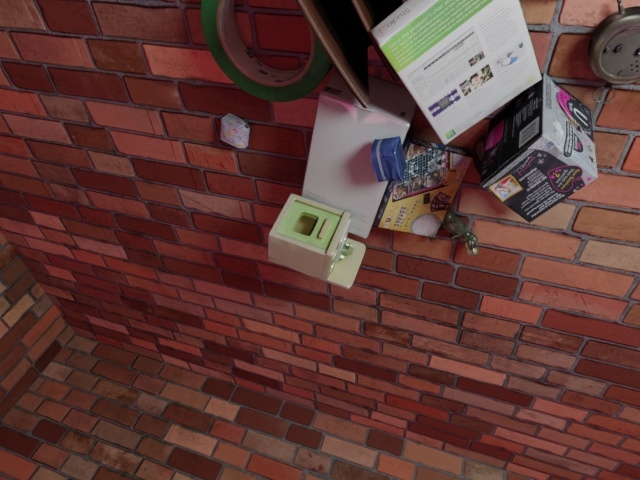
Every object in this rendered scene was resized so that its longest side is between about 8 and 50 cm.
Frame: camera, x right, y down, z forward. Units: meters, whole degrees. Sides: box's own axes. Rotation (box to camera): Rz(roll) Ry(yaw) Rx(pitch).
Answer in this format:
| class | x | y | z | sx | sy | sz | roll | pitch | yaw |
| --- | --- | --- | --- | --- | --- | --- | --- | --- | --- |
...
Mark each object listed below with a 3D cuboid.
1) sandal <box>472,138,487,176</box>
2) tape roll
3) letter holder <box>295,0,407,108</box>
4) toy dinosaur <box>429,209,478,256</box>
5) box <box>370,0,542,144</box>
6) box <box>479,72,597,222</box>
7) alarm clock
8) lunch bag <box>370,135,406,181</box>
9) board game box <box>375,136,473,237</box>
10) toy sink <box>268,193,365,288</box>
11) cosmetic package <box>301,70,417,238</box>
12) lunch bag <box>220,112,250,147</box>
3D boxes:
| class | x | y | z | sx | sy | sz | roll | pitch | yaw |
| --- | --- | --- | --- | --- | --- | --- | --- | --- | --- |
| sandal | 0.450 | -0.160 | 1.109 | 0.219 | 0.060 | 0.090 | 42 | 154 | 1 |
| tape roll | -0.113 | -0.481 | 1.064 | 0.320 | 0.077 | 0.322 | 15 | 137 | 14 |
| letter holder | 0.087 | -0.416 | 0.839 | 0.151 | 0.215 | 0.302 | -11 | 151 | 27 |
| toy dinosaur | 0.327 | -0.053 | 1.292 | 0.268 | 0.064 | 0.118 | 46 | 130 | -15 |
| box | 0.265 | -0.343 | 0.868 | 0.232 | 0.059 | 0.322 | -33 | 144 | 18 |
| box | 0.443 | -0.191 | 0.946 | 0.142 | 0.247 | 0.163 | 33 | 138 | -10 |
| alarm clock | 0.569 | -0.342 | 0.874 | 0.129 | 0.064 | 0.192 | 15 | 140 | 12 |
| lunch bag | 0.146 | -0.175 | 1.023 | 0.065 | 0.067 | 0.099 | 0 | 135 | 24 |
| board game box | 0.256 | -0.128 | 1.179 | 0.164 | 0.042 | 0.244 | 10 | 125 | -11 |
| toy sink | 0.000 | 0.000 | 1.208 | 0.233 | 0.153 | 0.131 | 21 | 145 | 7 |
| cosmetic package | 0.085 | -0.210 | 1.183 | 0.217 | 0.156 | 0.385 | 22 | 137 | 5 |
| lunch bag | -0.238 | -0.308 | 1.322 | 0.083 | 0.053 | 0.071 | 29 | 137 | 12 |
